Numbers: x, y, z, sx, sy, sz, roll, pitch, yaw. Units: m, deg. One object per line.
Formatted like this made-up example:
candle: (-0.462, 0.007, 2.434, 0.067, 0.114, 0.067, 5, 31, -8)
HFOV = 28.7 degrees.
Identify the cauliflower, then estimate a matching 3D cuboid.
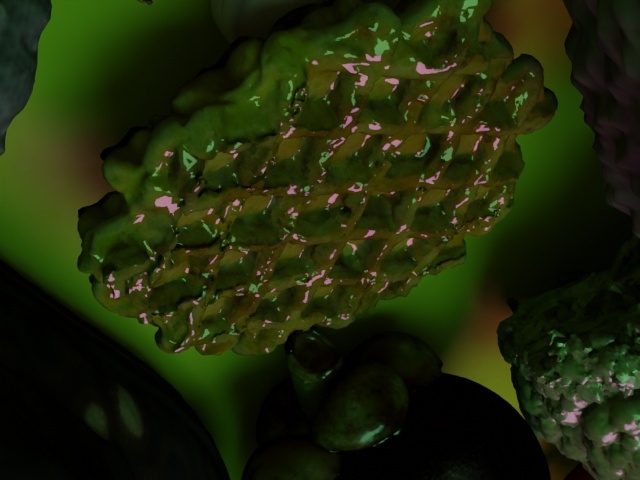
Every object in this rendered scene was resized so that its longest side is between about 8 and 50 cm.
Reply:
cauliflower: (0.251, 0.049, 0.793, 0.272, 0.275, 0.250, 14, 87, -5)

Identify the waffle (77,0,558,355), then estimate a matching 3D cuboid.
waffle: (0.009, -0.022, 0.615, 0.243, 0.058, 0.238, -30, 148, 0)

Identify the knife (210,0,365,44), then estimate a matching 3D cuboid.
knife: (0.055, -0.212, 0.518, 0.081, 0.043, 0.336, 11, 123, -39)

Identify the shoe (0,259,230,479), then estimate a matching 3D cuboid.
shoe: (-0.138, 0.162, 0.625, 0.171, 0.237, 0.384, -31, 138, 1)

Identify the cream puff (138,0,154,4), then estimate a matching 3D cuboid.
cream puff: (-0.057, -0.170, 0.436, 0.165, 0.115, 0.150, -31, 149, -25)

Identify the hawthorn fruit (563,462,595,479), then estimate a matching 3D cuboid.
hawthorn fruit: (0.248, 0.234, 0.966, 0.181, 0.181, 0.235, 5, 148, -33)

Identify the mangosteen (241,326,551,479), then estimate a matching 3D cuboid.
mangosteen: (0.033, 0.150, 0.767, 0.194, 0.194, 0.230, -37, 106, 8)

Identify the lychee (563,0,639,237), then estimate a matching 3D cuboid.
lychee: (0.297, -0.101, 0.528, 0.432, 0.380, 0.380, -41, 140, -12)

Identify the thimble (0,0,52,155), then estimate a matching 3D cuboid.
thimble: (-0.177, -0.071, 0.447, 0.150, 0.150, 0.098, -46, 139, 17)
